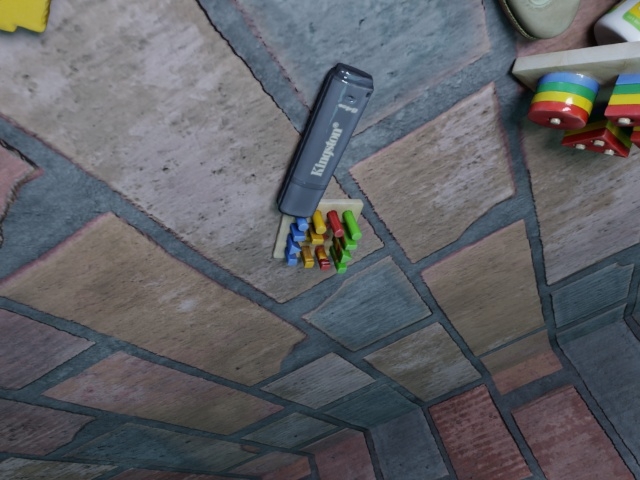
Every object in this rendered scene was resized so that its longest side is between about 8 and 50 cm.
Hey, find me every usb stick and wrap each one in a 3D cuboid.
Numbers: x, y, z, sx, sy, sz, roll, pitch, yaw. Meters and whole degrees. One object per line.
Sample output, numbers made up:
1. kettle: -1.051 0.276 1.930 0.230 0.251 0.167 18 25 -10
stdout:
1. usb stick: 0.001 -0.149 0.696 0.077 0.045 0.278 15 128 -16

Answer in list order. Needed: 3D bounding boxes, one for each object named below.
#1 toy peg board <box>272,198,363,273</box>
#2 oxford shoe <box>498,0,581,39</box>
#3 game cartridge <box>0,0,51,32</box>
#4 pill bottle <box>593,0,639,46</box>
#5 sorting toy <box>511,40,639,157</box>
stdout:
1. toy peg board: 0.000 0.000 0.856 0.161 0.079 0.161 -2 137 -21
2. oxford shoe: 0.275 -0.373 0.489 0.123 0.130 0.348 -29 140 12
3. game cartridge: -0.337 -0.324 0.292 0.285 0.052 0.324 12 152 -35
4. pill bottle: 0.558 -0.361 0.613 0.246 0.136 0.136 -40 137 24
5. sorting toy: 0.473 -0.203 0.667 0.257 0.255 0.089 15 95 -35
